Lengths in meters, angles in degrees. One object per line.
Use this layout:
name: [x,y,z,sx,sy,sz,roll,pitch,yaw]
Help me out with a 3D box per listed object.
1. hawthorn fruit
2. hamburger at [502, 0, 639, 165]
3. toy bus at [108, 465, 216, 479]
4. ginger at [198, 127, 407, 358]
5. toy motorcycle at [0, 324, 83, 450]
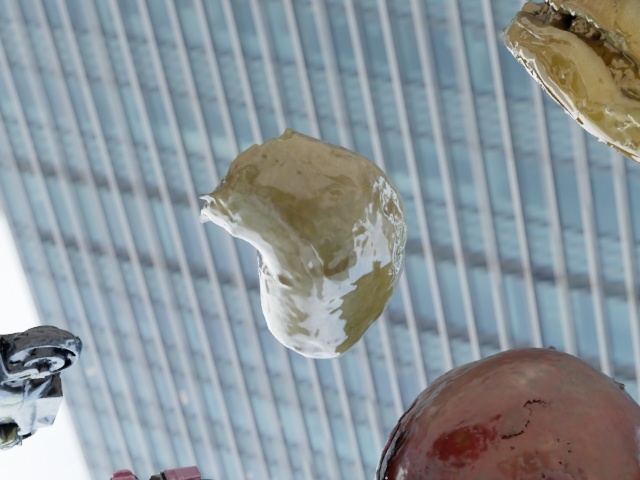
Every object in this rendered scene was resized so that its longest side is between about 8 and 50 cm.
hawthorn fruit: [0.198,0.251,1.803,0.316,0.316,0.316,-9,-147,6]
hamburger: [0.227,-0.107,1.273,0.108,0.214,0.214,-55,-147,13]
toy bus: [-0.087,0.187,1.137,0.090,0.063,0.203,-6,-168,-10]
ginger: [0.000,0.000,1.644,0.152,0.267,0.138,3,-132,30]
toy motorcycle: [-0.241,0.105,1.359,0.124,0.193,0.061,0,-116,-21]
